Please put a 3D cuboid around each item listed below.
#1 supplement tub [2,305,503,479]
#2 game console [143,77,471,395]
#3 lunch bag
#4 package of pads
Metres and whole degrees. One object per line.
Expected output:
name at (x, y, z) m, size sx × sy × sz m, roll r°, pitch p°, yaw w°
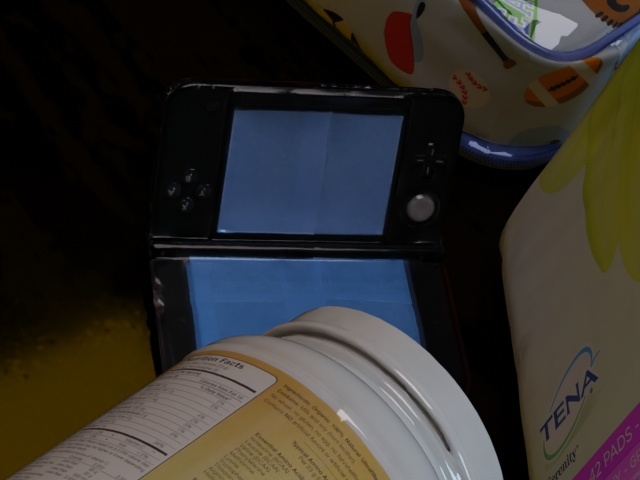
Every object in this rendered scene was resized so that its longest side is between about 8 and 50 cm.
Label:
supplement tub at (-0.041, 0.123, 0.697) m, size 0.144 × 0.144 × 0.199 m, roll 43°, pitch 52°, yaw 18°
game console at (0.000, 0.000, 0.855) m, size 0.144 × 0.124 × 0.085 m, roll 1°, pitch 25°, yaw -18°
lunch bag at (0.121, -0.186, 1.028) m, size 0.243 × 0.115 × 0.303 m, roll 42°, pitch 52°, yaw 20°
package of pads at (0.176, 0.005, 0.764) m, size 0.101 × 0.296 × 0.229 m, roll 13°, pitch 48°, yaw -18°
